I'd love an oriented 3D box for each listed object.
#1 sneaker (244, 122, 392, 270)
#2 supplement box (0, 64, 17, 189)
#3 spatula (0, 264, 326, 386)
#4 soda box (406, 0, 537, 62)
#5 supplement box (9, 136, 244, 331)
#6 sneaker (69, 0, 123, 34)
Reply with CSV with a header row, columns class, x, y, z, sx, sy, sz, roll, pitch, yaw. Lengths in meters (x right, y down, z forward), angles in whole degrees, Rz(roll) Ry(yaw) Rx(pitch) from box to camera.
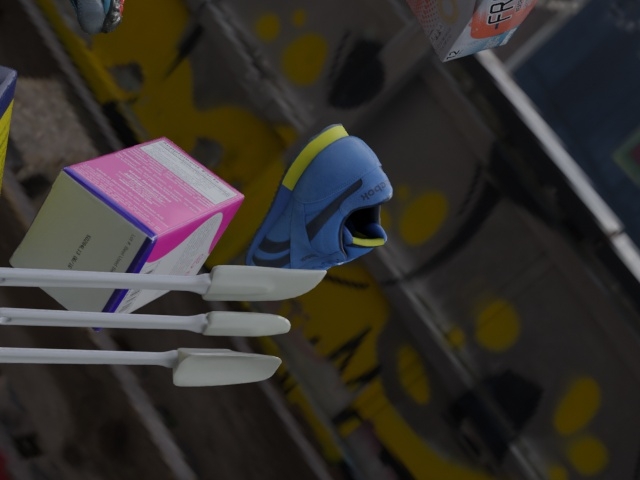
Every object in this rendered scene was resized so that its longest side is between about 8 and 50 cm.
class,x,y,z,sx,sy,sz,roll,pitch,yaw
sneaker,0.000,0.000,1.109,0.069,0.209,0.082,-34,73,-34
supplement box,-0.388,0.028,1.194,0.195,0.356,0.194,11,19,-5
spatula,-0.132,0.064,1.050,0.242,0.168,0.019,2,59,-19
soda box,0.117,-0.190,0.886,0.058,0.183,0.063,-19,70,-27
supplement box,-0.179,-0.012,1.363,0.114,0.111,0.220,37,20,10
sneaker,-0.246,-0.263,1.095,0.262,0.125,0.104,61,-5,-3
